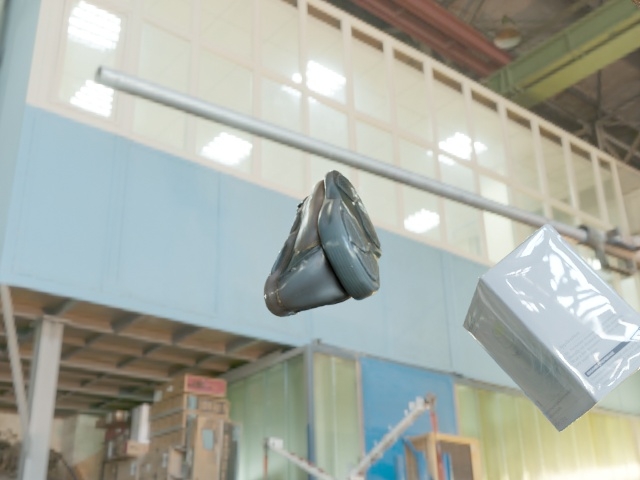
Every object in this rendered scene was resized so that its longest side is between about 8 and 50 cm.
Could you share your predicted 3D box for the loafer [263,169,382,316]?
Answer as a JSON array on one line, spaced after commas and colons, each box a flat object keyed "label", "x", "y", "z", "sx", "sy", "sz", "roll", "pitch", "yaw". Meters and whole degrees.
[{"label": "loafer", "x": 0.000, "y": 0.000, "z": 0.703, "sx": 0.084, "sy": 0.096, "sz": 0.267, "roll": -28, "pitch": 8, "yaw": 9}]

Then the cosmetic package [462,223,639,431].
[{"label": "cosmetic package", "x": 0.337, "y": 0.133, "z": 1.150, "sx": 0.138, "sy": 0.224, "sz": 0.224, "roll": -36, "pitch": -21, "yaw": -11}]

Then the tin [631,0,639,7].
[{"label": "tin", "x": 0.229, "y": -0.204, "z": 0.547, "sx": 0.106, "sy": 0.189, "sz": 0.040, "roll": -9, "pitch": -37, "yaw": -25}]
